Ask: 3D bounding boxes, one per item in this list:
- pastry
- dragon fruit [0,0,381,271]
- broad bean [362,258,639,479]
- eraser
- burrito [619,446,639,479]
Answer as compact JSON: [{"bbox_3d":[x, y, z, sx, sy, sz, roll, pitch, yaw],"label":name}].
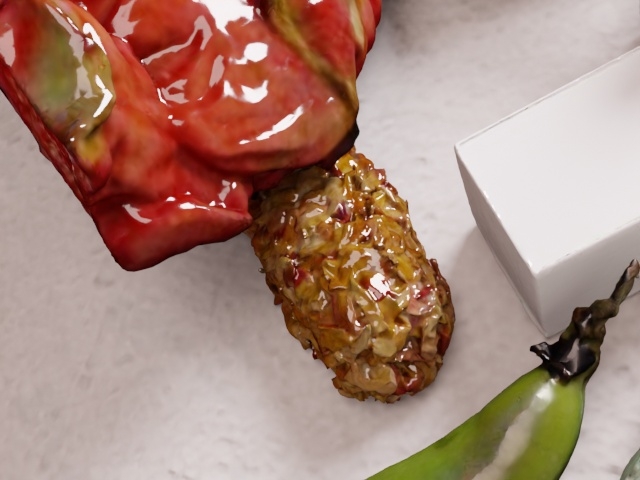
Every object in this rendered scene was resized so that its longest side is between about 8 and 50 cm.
[{"bbox_3d":[0.002,-0.002,0.498,0.087,0.063,0.169,-38,59,1],"label":"pastry"},{"bbox_3d":[-0.082,-0.179,0.484,0.286,0.228,0.329,-25,44,0],"label":"dragon fruit"},{"bbox_3d":[0.013,0.130,0.437,0.325,0.067,0.075,-34,91,-3],"label":"broad bean"},{"bbox_3d":[0.211,-0.067,0.456,0.298,0.078,0.076,-28,60,3],"label":"eraser"},{"bbox_3d":[0.150,0.127,0.390,0.096,0.066,0.309,21,72,30],"label":"burrito"}]
